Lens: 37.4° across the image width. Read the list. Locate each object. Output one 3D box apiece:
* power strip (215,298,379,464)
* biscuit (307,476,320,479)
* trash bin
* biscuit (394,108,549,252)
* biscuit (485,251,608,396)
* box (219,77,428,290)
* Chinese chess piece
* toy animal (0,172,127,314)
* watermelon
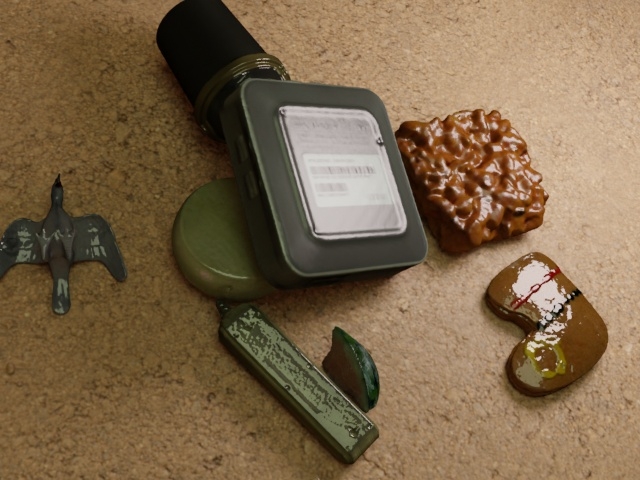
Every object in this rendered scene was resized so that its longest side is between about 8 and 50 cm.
[{"bbox_3d":[-0.058,0.247,1.730,0.387,0.066,0.092,44,59,9],"label":"power strip"},{"bbox_3d":[0.000,0.529,1.585,0.188,0.040,0.265,10,58,-10],"label":"biscuit"},{"bbox_3d":[-0.189,-0.338,1.958,0.214,0.214,0.334,-20,64,-26],"label":"trash bin"},{"bbox_3d":[0.331,-0.136,2.051,0.312,0.110,0.318,-16,65,-26],"label":"biscuit"},{"bbox_3d":[0.447,0.166,1.934,0.262,0.052,0.277,-25,69,-28],"label":"biscuit"},{"bbox_3d":[0.014,-0.116,1.827,0.396,0.111,0.397,-5,75,-45],"label":"box"},{"bbox_3d":[-0.161,-0.001,1.824,0.250,0.101,0.250,8,58,-12],"label":"Chinese chess piece"},{"bbox_3d":[-0.477,0.004,1.746,0.239,0.176,0.255,2,93,-12],"label":"toy animal"},{"bbox_3d":[0.072,0.249,1.764,0.101,0.080,0.155,24,21,-46],"label":"watermelon"}]
